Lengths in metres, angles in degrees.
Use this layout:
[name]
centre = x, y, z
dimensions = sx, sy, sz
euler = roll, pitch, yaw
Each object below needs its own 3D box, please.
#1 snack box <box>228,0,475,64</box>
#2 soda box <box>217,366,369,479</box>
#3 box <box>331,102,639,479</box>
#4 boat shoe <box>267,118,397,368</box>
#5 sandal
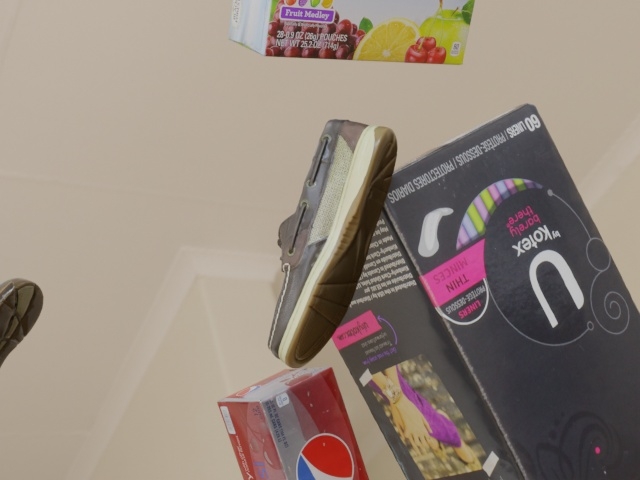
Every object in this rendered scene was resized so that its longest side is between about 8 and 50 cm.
[snack box]
centre = 0.037, -0.238, 0.772
dimensions = 0.207, 0.070, 0.175
euler = -4, -66, -35
[soda box]
centre = -0.003, 0.258, 0.901
dimensions = 0.092, 0.263, 0.083
euler = -20, 4, -36
[box]
centre = 0.120, 0.065, 0.687
dimensions = 0.165, 0.270, 0.143
euler = -29, 3, -32
[boat shoe]
centre = 0.000, 0.000, 0.567
dimensions = 0.152, 0.049, 0.056
euler = -67, -26, -5
[sandal]
centre = -0.375, 0.121, 0.973
dimensions = 0.219, 0.060, 0.090
euler = -54, -23, -1
